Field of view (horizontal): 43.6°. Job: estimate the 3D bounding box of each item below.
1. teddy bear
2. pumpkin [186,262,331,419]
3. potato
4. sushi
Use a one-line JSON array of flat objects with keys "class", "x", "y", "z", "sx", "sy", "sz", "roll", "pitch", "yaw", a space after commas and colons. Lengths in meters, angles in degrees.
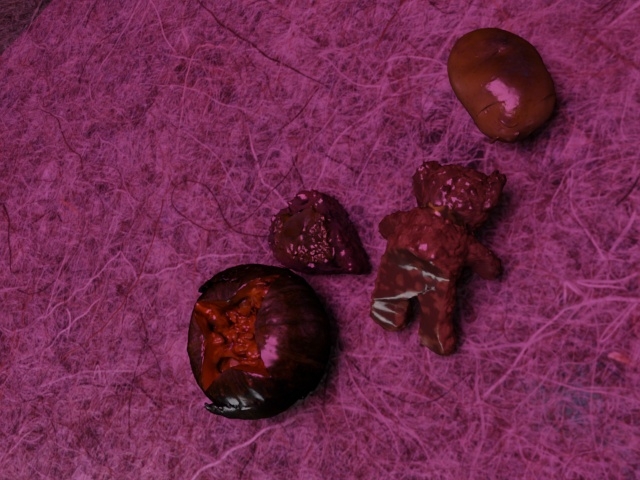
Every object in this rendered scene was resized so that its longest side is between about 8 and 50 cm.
[{"class": "teddy bear", "x": 0.209, "y": 0.023, "z": 1.441, "sx": 0.246, "sy": 0.222, "sz": 0.296, "roll": 23, "pitch": 134, "yaw": 32}, {"class": "pumpkin", "x": -0.122, "y": 0.196, "z": 1.582, "sx": 0.320, "sy": 0.192, "sz": 0.320, "roll": -13, "pitch": 68, "yaw": 35}, {"class": "potato", "x": 0.324, "y": -0.285, "z": 1.443, "sx": 0.169, "sy": 0.143, "sz": 0.248, "roll": -18, "pitch": 54, "yaw": -12}, {"class": "sushi", "x": -0.014, "y": 0.010, "z": 1.619, "sx": 0.161, "sy": 0.107, "sz": 0.241, "roll": -42, "pitch": 57, "yaw": 23}]
